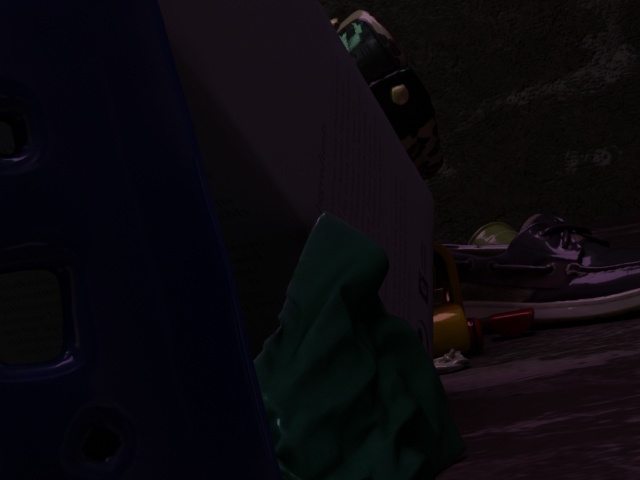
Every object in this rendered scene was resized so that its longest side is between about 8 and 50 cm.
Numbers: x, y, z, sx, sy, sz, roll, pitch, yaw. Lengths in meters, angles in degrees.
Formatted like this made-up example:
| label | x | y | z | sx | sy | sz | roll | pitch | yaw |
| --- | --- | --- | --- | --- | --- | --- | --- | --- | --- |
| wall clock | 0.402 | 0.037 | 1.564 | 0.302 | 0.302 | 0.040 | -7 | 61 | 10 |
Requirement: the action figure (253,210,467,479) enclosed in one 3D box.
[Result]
| label | x | y | z | sx | sy | sz | roll | pitch | yaw |
| --- | --- | --- | --- | --- | --- | --- | --- | --- | --- |
| action figure | 0.001 | 0.075 | 0.609 | 0.063 | 0.137 | 0.232 | -34 | 3 | 18 |

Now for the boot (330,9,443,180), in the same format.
| label | x | y | z | sx | sy | sz | roll | pitch | yaw |
| --- | --- | --- | --- | --- | --- | --- | --- | --- | --- |
| boot | -0.069 | -0.079 | 1.094 | 0.284 | 0.138 | 0.377 | -35 | -39 | -5 |

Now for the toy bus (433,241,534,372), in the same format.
| label | x | y | z | sx | sy | sz | roll | pitch | yaw |
| --- | --- | --- | --- | --- | --- | --- | --- | --- | --- |
| toy bus | 0.063 | 0.043 | 1.158 | 0.202 | 0.104 | 0.191 | -9 | 2 | 39 |

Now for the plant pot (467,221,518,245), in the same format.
| label | x | y | z | sx | sy | sz | roll | pitch | yaw |
| --- | --- | --- | --- | --- | --- | --- | --- | --- | --- |
| plant pot | 0.205 | 0.027 | 1.515 | 0.083 | 0.083 | 0.079 | -11 | 13 | -31 |

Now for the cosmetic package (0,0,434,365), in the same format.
| label | x | y | z | sx | sy | sz | roll | pitch | yaw |
| --- | --- | --- | --- | --- | --- | --- | --- | --- | --- |
| cosmetic package | -0.112 | -0.056 | 0.771 | 0.230 | 0.161 | 0.453 | -9 | -33 | 19 |

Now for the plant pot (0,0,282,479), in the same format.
| label | x | y | z | sx | sy | sz | roll | pitch | yaw |
| --- | --- | --- | --- | --- | --- | --- | --- | --- | --- |
| plant pot | -0.168 | 0.045 | 0.447 | 0.212 | 0.235 | 0.236 | -18 | 6 | -33 |

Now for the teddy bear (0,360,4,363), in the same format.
| label | x | y | z | sx | sy | sz | roll | pitch | yaw |
| --- | --- | --- | --- | --- | --- | --- | --- | --- | --- |
| teddy bear | -0.242 | 0.017 | 1.013 | 0.113 | 0.245 | 0.338 | -34 | -22 | -2 |

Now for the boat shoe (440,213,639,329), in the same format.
| label | x | y | z | sx | sy | sz | roll | pitch | yaw |
| --- | --- | --- | --- | --- | --- | --- | --- | --- | --- |
| boat shoe | 0.191 | 0.023 | 1.244 | 0.285 | 0.092 | 0.103 | -9 | 2 | 34 |
